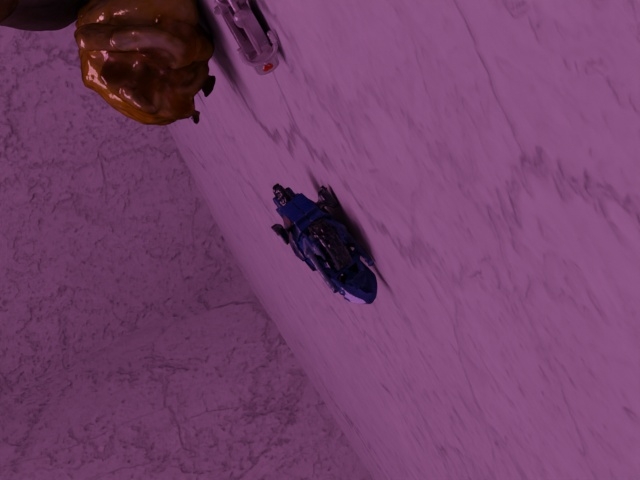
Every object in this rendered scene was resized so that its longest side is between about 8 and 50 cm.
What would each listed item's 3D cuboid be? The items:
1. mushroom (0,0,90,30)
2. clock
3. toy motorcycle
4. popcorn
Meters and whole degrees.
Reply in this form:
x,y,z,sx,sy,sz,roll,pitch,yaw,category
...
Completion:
x,y,z,sx,sy,sz,roll,pitch,yaw,category
-0.377,-0.339,1.467,0.137,0.154,0.407,49,-171,-7,mushroom
-0.079,-0.218,1.112,0.087,0.041,0.129,61,180,43,clock
0.000,0.000,1.300,0.114,0.076,0.205,55,175,-26,toy motorcycle
-0.229,-0.261,1.537,0.191,0.190,0.253,32,174,-24,popcorn
